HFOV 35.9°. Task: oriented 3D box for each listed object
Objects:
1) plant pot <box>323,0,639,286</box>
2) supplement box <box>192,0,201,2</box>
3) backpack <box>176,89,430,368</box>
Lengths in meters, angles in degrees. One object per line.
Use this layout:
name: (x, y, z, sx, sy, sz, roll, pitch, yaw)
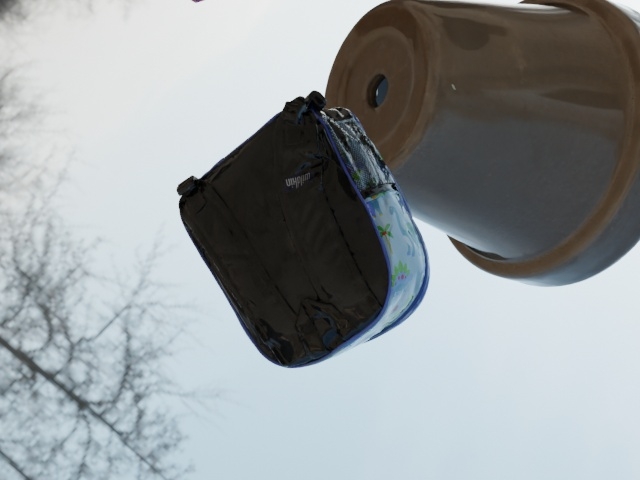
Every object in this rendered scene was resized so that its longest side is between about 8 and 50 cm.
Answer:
plant pot: (0.131, -0.102, 0.838, 0.263, 0.229, 0.263, -18, -112, 53)
supplement box: (-0.061, -0.307, 0.877, 0.111, 0.114, 0.220, 37, -135, 28)
backpack: (0.000, 0.000, 0.504, 0.105, 0.114, 0.084, -34, 166, 28)
